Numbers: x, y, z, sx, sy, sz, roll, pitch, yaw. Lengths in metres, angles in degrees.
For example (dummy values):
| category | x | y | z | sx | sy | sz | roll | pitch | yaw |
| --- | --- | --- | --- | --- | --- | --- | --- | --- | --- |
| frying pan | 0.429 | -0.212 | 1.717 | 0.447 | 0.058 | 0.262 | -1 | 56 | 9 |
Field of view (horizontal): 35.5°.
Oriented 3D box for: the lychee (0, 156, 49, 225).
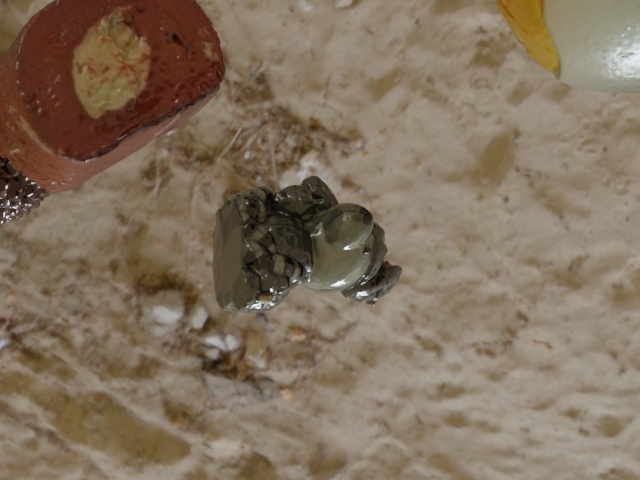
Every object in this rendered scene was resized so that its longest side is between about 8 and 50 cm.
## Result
| category | x | y | z | sx | sy | sz | roll | pitch | yaw |
| --- | --- | --- | --- | --- | --- | --- | --- | --- | --- |
| lychee | -0.421 | -0.100 | 1.253 | 0.188 | 0.188 | 0.188 | 11 | 133 | 12 |

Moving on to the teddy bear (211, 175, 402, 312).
| category | x | y | z | sx | sy | sz | roll | pitch | yaw |
| --- | --- | --- | --- | --- | --- | --- | --- | --- | --- |
| teddy bear | -0.016 | -0.009 | 1.188 | 0.171 | 0.251 | 0.144 | 64 | 145 | 23 |

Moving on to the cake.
| category | x | y | z | sx | sy | sz | roll | pitch | yaw |
| --- | --- | --- | --- | --- | --- | --- | --- | --- | --- |
| cake | -0.245 | -0.185 | 1.129 | 0.177 | 0.283 | 0.151 | 56 | 148 | -4 |

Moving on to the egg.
| category | x | y | z | sx | sy | sz | roll | pitch | yaw |
| --- | --- | --- | --- | --- | --- | --- | --- | --- | --- |
| egg | 0.319 | -0.246 | 0.949 | 0.337 | 0.337 | 0.201 | -7 | 102 | 27 |
